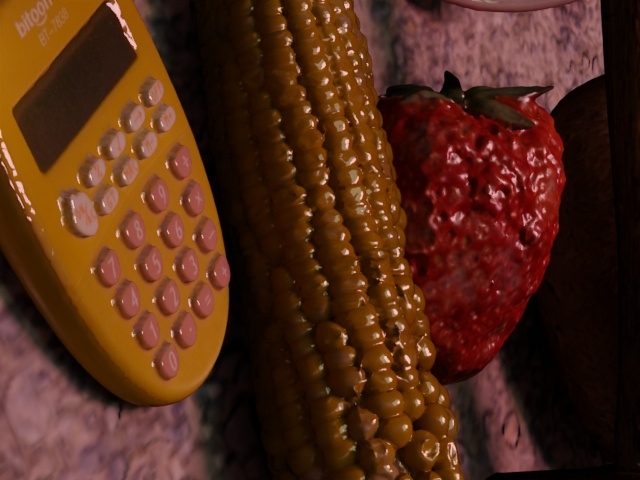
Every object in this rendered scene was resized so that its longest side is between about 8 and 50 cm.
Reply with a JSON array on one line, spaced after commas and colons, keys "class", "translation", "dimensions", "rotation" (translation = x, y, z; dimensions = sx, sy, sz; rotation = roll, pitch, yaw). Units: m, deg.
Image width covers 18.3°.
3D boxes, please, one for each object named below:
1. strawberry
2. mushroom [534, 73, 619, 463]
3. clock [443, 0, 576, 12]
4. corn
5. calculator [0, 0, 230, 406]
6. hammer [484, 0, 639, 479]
[{"class": "strawberry", "translation": [0.070, -0.009, 1.027], "dimensions": [0.131, 0.131, 0.148], "rotation": [16, 55, -60]}, {"class": "mushroom", "translation": [0.229, 0.028, 1.285], "dimensions": [0.278, 0.163, 0.297], "rotation": [-52, 125, -47]}, {"class": "clock", "translation": [0.129, -0.239, 1.141], "dimensions": [0.244, 0.244, 0.056], "rotation": [51, 9, -40]}, {"class": "corn", "translation": [0.000, 0.000, 0.916], "dimensions": [0.097, 0.097, 0.320], "rotation": [10, 66, -62]}, {"class": "calculator", "translation": [-0.097, -0.038, 0.810], "dimensions": [0.235, 0.032, 0.146], "rotation": [65, 28, -24]}, {"class": "hammer", "translation": [0.193, 0.017, 1.102], "dimensions": [0.242, 0.095, 0.409], "rotation": [-2, 87, -22]}]
